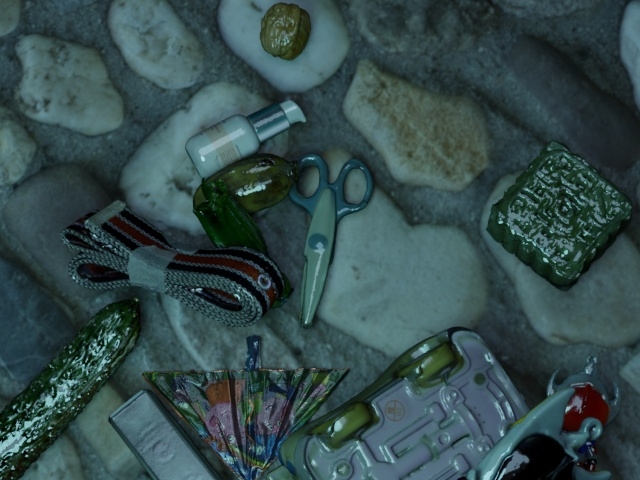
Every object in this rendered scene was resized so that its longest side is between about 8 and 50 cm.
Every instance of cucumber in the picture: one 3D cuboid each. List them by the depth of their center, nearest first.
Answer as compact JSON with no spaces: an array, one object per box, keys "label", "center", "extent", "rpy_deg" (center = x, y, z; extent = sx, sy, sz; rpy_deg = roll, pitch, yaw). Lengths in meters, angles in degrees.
[{"label":"cucumber","center":[-0.391,0.226,1.962],"extent":[0.096,0.096,0.359],"rpy_deg":[39,75,14]}]

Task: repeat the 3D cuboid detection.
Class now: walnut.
[{"label":"walnut","center":[-0.057,-0.342,2.132],"extent":[0.079,0.082,0.096],"rpy_deg":[18,77,-24]}]

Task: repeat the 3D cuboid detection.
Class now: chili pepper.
[{"label":"chili pepper","center":[-0.121,0.004,1.988],"extent":[0.061,0.098,0.224],"rpy_deg":[-30,104,32]}]

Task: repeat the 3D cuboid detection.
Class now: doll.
[{"label":"doll","center":[0.252,0.330,1.722],"extent":[0.316,0.103,0.145],"rpy_deg":[-33,83,-22]},{"label":"doll","center":[0.379,0.262,1.923],"extent":[0.104,0.062,0.194],"rpy_deg":[11,81,25]}]

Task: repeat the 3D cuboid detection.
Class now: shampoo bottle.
[{"label":"shampoo bottle","center":[-0.206,0.335,1.919],"extent":[0.080,0.079,0.246],"rpy_deg":[-39,75,-8]},{"label":"shampoo bottle","center":[-0.119,-0.169,2.079],"extent":[0.192,0.074,0.074],"rpy_deg":[-29,73,-6]}]

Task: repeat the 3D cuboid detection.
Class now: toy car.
[{"label":"toy car","center":[0.118,0.306,1.863],"extent":[0.336,0.226,0.242],"rpy_deg":[-32,86,-25]}]

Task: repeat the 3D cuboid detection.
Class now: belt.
[{"label":"belt","center":[-0.223,0.039,1.954],"extent":[0.359,0.126,0.094],"rpy_deg":[17,33,24]}]

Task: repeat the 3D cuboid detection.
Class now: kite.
[{"label":"kite","center":[-0.113,0.258,1.976],"extent":[0.321,0.016,0.234],"rpy_deg":[-2,74,3]}]

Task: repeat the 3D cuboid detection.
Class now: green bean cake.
[{"label":"green bean cake","center":[0.367,-0.041,2.001],"extent":[0.173,0.094,0.181],"rpy_deg":[42,80,14]}]

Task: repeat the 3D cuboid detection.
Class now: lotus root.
[{"label":"lotus root","center":[-0.116,-0.083,2.048],"extent":[0.179,0.080,0.089],"rpy_deg":[-21,66,7]}]

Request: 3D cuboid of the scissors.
[{"label":"scissors","center":[0.000,0.000,2.036],"extent":[0.138,0.041,0.289],"rpy_deg":[7,69,7]}]
